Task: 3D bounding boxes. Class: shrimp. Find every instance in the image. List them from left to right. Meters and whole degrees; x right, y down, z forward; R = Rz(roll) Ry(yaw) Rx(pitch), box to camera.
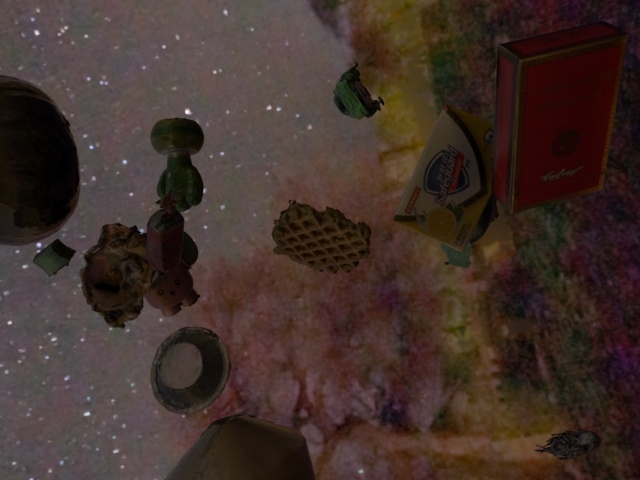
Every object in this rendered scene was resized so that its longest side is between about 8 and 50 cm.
[{"bbox_3d":[0.558,0.467,1.363,0.065,0.165,0.056,41,-140,-28],"label":"shrimp"}]

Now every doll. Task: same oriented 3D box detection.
[{"bbox_3d":[-0.510,0.105,1.900,0.216,0.284,0.268,40,157,51],"label":"doll"}]

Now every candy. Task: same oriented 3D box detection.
[{"bbox_3d":[-0.363,0.003,1.395,0.086,0.059,0.292,-31,-30,-41],"label":"candy"},{"bbox_3d":[0.464,-0.117,1.799,0.398,0.172,0.262,-35,-51,-46],"label":"candy"}]

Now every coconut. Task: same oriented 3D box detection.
[{"bbox_3d":[-0.157,0.493,1.171,0.323,0.323,0.322,-13,-90,-78],"label":"coconut"}]

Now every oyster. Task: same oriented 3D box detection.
[{"bbox_3d":[-0.578,0.094,1.684,0.107,0.201,0.354,40,120,45],"label":"oyster"}]

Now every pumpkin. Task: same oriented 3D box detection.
[{"bbox_3d":[-0.834,-0.207,1.587,0.344,0.454,0.454,-16,-87,-36],"label":"pumpkin"}]

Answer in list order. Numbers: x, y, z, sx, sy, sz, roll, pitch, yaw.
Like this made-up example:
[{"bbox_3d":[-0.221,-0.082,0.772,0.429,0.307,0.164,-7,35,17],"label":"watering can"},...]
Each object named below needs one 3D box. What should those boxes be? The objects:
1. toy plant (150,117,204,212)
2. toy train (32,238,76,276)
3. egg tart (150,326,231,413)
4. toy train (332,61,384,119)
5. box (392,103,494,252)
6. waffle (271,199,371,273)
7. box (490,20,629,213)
[{"bbox_3d":[-0.503,-0.256,2.109,0.185,0.224,0.315,4,-101,-52],"label":"toy plant"},{"bbox_3d":[-0.563,0.037,1.265,0.056,0.093,0.038,44,-144,-26],"label":"toy train"},{"bbox_3d":[-0.353,0.341,1.587,0.094,0.234,0.234,58,-158,-67],"label":"egg tart"},{"bbox_3d":[0.061,-0.273,1.138,0.099,0.081,0.149,53,-157,-14],"label":"toy train"},{"bbox_3d":[0.275,-0.128,1.240,0.097,0.168,0.265,-48,-17,-80],"label":"box"},{"bbox_3d":[0.000,0.002,1.489,0.245,0.254,0.052,118,167,-52],"label":"waffle"},{"bbox_3d":[0.324,-0.165,0.834,0.074,0.153,0.239,-118,14,-52],"label":"box"}]
